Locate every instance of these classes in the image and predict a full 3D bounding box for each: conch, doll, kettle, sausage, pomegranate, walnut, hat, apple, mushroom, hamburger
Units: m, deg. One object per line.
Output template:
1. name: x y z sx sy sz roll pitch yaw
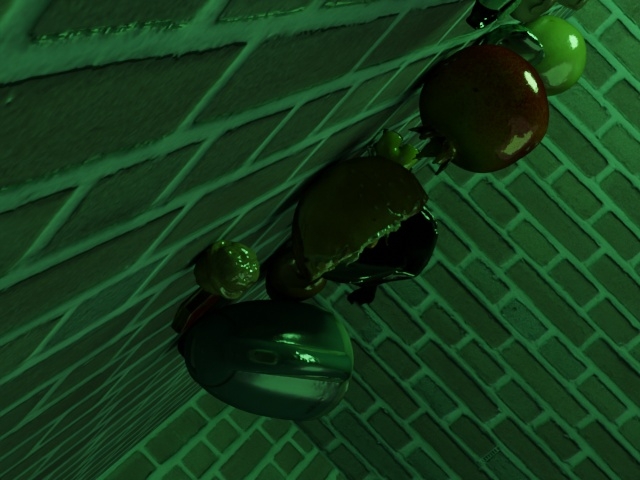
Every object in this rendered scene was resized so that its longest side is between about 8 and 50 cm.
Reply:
1. conch: 0.337 -0.331 2.032 0.188 0.122 0.176 -47 155 12
2. doll: 0.085 -0.087 1.923 0.221 0.143 0.135 -51 -179 -23
3. kettle: -0.098 0.230 2.090 0.319 0.247 0.342 0 170 36
4. sausage: -0.057 0.084 2.323 0.134 0.116 0.354 -30 176 -9
5. pomegranate: 0.266 -0.214 1.804 0.257 0.221 0.221 -41 175 -14
6. walnut: -0.126 0.040 1.432 0.079 0.082 0.096 -13 -178 25
7. hat: 0.052 0.015 2.123 0.336 0.238 0.209 -20 169 -42
8. apple: 0.511 -0.423 2.433 0.200 0.200 0.200 -44 176 -4
9. mushroom: 0.321 -0.367 1.470 0.154 0.122 0.154 -52 178 -3
10. hamburger: 0.050 -0.052 1.743 0.283 0.156 0.144 -34 -171 -39

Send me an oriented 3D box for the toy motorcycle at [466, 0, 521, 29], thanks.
1. toy motorcycle: 0.310 -0.380 1.270 0.331 0.125 0.196 -40 177 -6

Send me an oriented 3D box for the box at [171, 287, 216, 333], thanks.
1. box: -0.200 0.104 1.747 0.090 0.023 0.133 -45 177 -26
